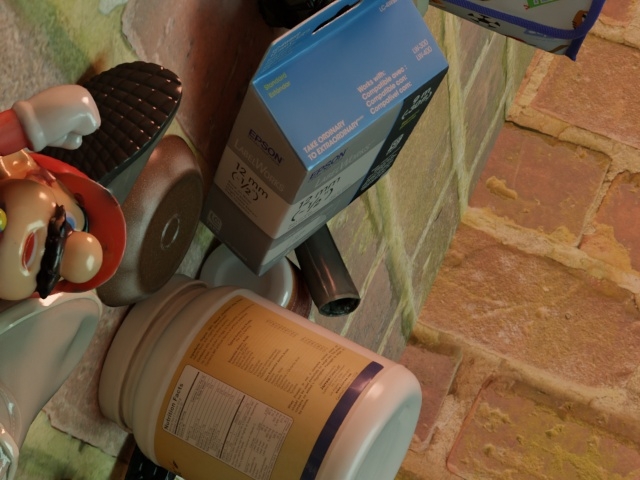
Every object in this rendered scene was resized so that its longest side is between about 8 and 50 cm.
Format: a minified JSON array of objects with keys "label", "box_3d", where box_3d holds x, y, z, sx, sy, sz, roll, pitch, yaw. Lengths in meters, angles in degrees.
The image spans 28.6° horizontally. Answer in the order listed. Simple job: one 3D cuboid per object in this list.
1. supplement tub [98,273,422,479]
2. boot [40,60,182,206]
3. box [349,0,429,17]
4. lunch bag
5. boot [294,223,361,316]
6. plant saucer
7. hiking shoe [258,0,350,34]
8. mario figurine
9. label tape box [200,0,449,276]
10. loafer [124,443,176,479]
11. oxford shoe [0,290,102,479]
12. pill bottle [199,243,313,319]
[{"label":"supplement tub","box_3d":[-0.069,0.188,1.424,0.228,0.316,0.228,-52,157,-33]},{"label":"boot","box_3d":[-0.207,-0.036,1.136,0.246,0.083,0.161,-56,167,-17]},{"label":"box","box_3d":[0.055,-0.374,1.444,0.121,0.148,0.311,-57,161,-35]},{"label":"lunch bag","box_3d":[0.234,-0.401,1.622,0.385,0.328,0.239,38,74,-84]},{"label":"boot","box_3d":[-0.001,0.001,1.669,0.076,0.208,0.189,-37,165,16]},{"label":"plant saucer","box_3d":[-0.174,-0.014,1.346,0.198,0.036,0.198,-60,164,-29]},{"label":"hiking shoe","box_3d":[-0.015,-0.293,1.360,0.227,0.114,0.086,63,49,-71]},{"label":"mario figurine","box_3d":[-0.232,0.000,0.866,0.198,0.170,0.320,-37,168,22]},{"label":"label tape box","box_3d":[0.016,-0.138,1.419,0.249,0.115,0.347,-38,169,-32]},{"label":"loafer","box_3d":[-0.187,0.227,1.589,0.078,0.076,0.223,112,1,-80]},{"label":"oxford shoe","box_3d":[-0.296,0.192,0.949,0.449,0.130,0.169,-48,162,-45]},{"label":"pill bottle","box_3d":[-0.076,0.073,1.656,0.121,0.121,0.216,-67,165,-7]}]
